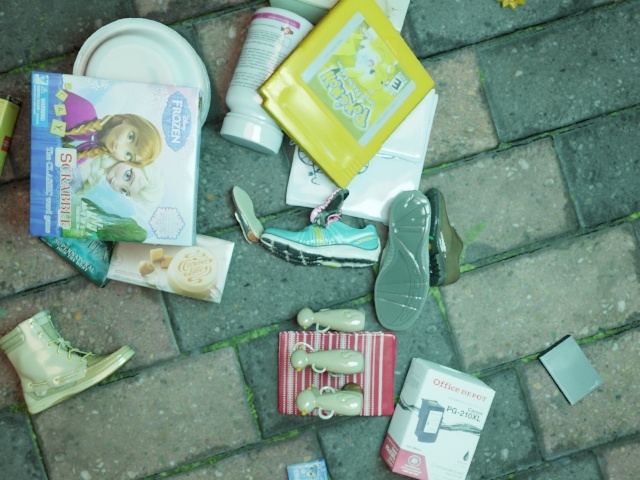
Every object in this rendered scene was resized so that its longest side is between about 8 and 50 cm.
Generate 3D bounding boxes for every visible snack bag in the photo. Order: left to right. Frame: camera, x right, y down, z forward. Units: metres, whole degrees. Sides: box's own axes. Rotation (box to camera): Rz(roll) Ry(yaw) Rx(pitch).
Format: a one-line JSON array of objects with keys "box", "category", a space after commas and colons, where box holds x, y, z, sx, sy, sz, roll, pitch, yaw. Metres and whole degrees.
[{"box": [0.090, -0.217, 1.217, 0.322, 0.037, 0.343, 12, 89, -2], "category": "snack bag"}]

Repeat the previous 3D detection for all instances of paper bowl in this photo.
[{"box": [-0.388, -0.329, 1.127, 0.283, 0.148, 0.285, -1, 101, -6], "category": "paper bowl"}]

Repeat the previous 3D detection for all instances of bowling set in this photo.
[{"box": [0.016, 0.300, 1.113, 0.154, 0.287, 0.200, 1, 125, 7], "category": "bowling set"}]

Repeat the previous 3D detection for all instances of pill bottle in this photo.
[{"box": [-0.115, -0.345, 1.151, 0.160, 0.160, 0.283, 18, 88, -1], "category": "pill bottle"}]

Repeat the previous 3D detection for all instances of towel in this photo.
[{"box": [0.040, 0.308, 1.210, 0.274, 0.031, 0.199, 1, 91, 0], "category": "towel"}]

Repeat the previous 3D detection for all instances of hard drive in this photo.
[{"box": [0.590, 0.305, 1.227, 0.094, 0.022, 0.135, -35, 90, -2], "category": "hard drive"}]

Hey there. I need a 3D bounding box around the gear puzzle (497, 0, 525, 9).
[{"box": [0.413, -0.711, 1.228, 0.175, 0.044, 0.339, -14, 89, -2], "category": "gear puzzle"}]

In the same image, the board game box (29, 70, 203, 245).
[{"box": [-0.405, -0.158, 1.042, 0.317, 0.066, 0.319, 3, 98, -6], "category": "board game box"}]

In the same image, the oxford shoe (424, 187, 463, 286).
[{"box": [0.281, -0.009, 1.208, 0.096, 0.082, 0.228, -2, 86, -26], "category": "oxford shoe"}]

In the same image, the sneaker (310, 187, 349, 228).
[{"box": [0.032, -0.070, 1.165, 0.057, 0.047, 0.119, 36, 64, 21], "category": "sneaker"}]

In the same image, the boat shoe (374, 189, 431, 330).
[{"box": [0.192, 0.044, 1.175, 0.118, 0.103, 0.321, 6, 100, 15], "category": "boat shoe"}]

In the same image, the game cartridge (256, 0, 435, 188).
[{"box": [0.061, -0.321, 1.112, 0.285, 0.052, 0.324, 43, 83, -26], "category": "game cartridge"}]

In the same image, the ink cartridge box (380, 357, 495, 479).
[{"box": [0.262, 0.408, 1.169, 0.171, 0.100, 0.238, 20, 88, -10], "category": "ink cartridge box"}]

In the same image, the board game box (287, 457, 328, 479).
[{"box": [-0.026, 0.562, 1.208, 0.089, 0.020, 0.090, -11, 89, 0], "category": "board game box"}]

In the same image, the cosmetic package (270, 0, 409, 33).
[{"box": [0.051, -0.573, 1.185, 0.309, 0.113, 0.160, 16, 88, 0], "category": "cosmetic package"}]

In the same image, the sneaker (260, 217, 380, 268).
[{"box": [0.000, 0.000, 1.195, 0.274, 0.107, 0.110, 6, 69, -5], "category": "sneaker"}]

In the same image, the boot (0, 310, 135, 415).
[{"box": [-0.571, 0.244, 1.166, 0.261, 0.095, 0.204, -27, 89, 2], "category": "boot"}]

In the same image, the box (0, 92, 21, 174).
[{"box": [-0.764, -0.224, 1.184, 0.087, 0.058, 0.233, 14, 88, -1], "category": "box"}]

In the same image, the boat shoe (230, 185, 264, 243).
[{"box": [-0.176, -0.059, 1.204, 0.043, 0.049, 0.137, -26, 91, 38], "category": "boat shoe"}]

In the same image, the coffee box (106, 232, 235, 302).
[{"box": [-0.326, 0.042, 1.157, 0.246, 0.098, 0.141, 15, 88, -9], "category": "coffee box"}]

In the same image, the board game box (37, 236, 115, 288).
[{"box": [-0.538, 0.004, 1.202, 0.186, 0.026, 0.126, 38, 89, -1], "category": "board game box"}]
